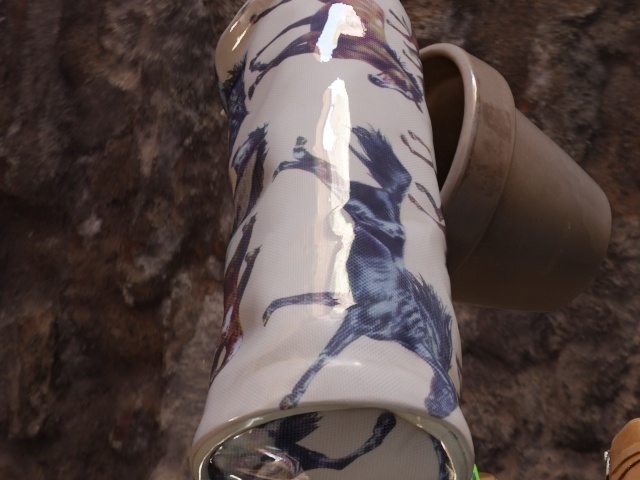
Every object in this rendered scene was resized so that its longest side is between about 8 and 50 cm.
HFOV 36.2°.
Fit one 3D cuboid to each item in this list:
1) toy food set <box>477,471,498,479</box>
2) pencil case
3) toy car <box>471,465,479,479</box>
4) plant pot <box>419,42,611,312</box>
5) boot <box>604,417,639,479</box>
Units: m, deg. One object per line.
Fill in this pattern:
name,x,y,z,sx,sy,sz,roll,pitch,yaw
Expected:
toy food set,0.129,0.235,0.938,0.083,0.082,0.020,-1,-97,7
pencil case,0.000,0.000,0.671,0.159,0.411,0.183,17,-43,-21
toy car,0.088,0.210,0.789,0.053,0.225,0.239,-8,-107,-4
plant pot,0.160,-0.034,0.984,0.229,0.263,0.263,21,-79,-22
boot,0.265,0.264,0.851,0.072,0.152,0.197,14,-51,-8
